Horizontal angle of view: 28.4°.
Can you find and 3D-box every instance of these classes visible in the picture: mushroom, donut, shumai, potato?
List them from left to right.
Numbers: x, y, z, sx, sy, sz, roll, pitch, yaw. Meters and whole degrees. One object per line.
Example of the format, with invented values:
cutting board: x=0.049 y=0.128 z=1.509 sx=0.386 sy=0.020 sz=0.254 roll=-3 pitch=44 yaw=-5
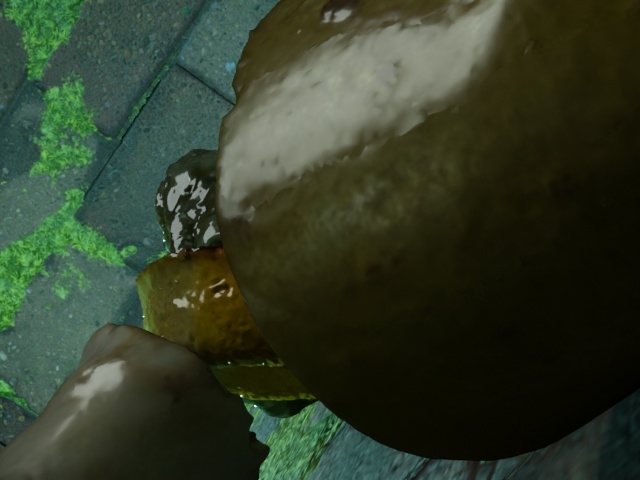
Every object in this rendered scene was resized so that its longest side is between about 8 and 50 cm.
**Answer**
mushroom: x=-0.161 y=0.170 z=0.657 sx=0.290 sy=0.297 sz=0.297 roll=-51 pitch=2 yaw=-19
donut: x=-0.016 y=0.053 z=0.768 sx=0.174 sy=0.190 sz=0.074 roll=127 pitch=141 yaw=-70
shumai: x=0.000 y=0.000 z=1.012 sx=0.222 sy=0.225 sz=0.260 roll=-29 pitch=17 yaw=6
potato: x=0.087 y=-0.043 z=0.388 sx=0.158 sy=0.178 sz=0.203 roll=-32 pitch=-1 yaw=39
